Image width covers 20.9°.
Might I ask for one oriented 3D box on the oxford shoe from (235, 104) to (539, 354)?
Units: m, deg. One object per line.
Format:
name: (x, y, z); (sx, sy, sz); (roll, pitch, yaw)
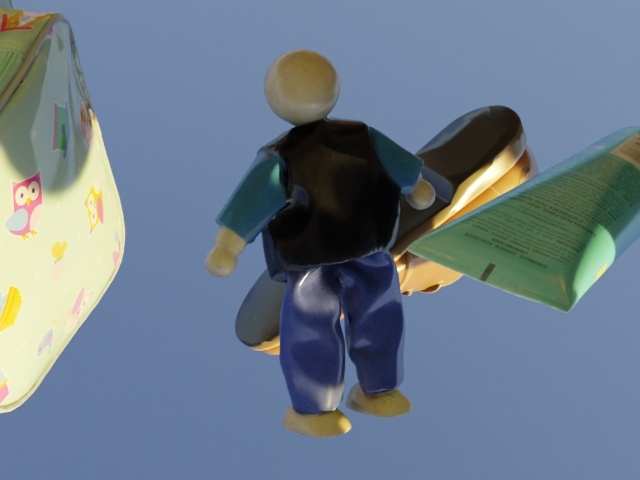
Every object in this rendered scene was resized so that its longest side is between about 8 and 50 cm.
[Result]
oxford shoe: (0.047, 0.011, 1.043); (0.212, 0.076, 0.076); (-34, -144, -3)

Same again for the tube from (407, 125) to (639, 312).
tube: (0.124, -0.011, 0.858); (0.080, 0.052, 0.207); (17, -157, 25)

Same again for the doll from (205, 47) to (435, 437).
doll: (0.000, 0.000, 0.852); (0.129, 0.189, 0.046); (-14, -164, -27)

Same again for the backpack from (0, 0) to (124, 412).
backpack: (-0.166, -0.005, 0.647); (0.144, 0.166, 0.188); (18, -130, 23)
